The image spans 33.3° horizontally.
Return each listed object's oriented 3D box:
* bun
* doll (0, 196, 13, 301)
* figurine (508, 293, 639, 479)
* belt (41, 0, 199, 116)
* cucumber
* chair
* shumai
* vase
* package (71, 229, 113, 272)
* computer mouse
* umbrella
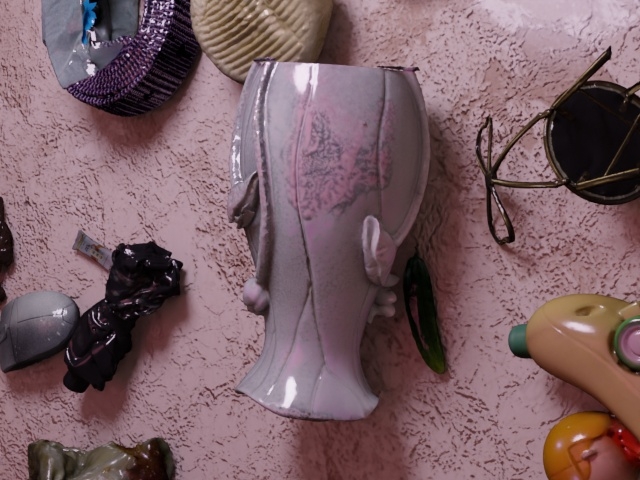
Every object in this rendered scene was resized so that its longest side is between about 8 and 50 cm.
[{"bbox_3d":[-0.078,-0.320,1.472,0.220,0.134,0.220,16,122,28],"label":"bun"},{"bbox_3d":[-0.567,0.026,1.810,0.139,0.057,0.165,-34,77,24],"label":"doll"},{"bbox_3d":[0.332,0.205,1.164,0.222,0.124,0.324,-36,71,25],"label":"figurine"},{"bbox_3d":[-0.302,-0.350,1.631,0.260,0.122,0.324,-6,81,25],"label":"belt"},{"bbox_3d":[0.127,0.089,1.358,0.039,0.039,0.167,-17,78,31],"label":"cucumber"},{"bbox_3d":[0.308,-0.110,1.204,0.326,0.170,0.159,138,120,-73],"label":"chair"},{"bbox_3d":[-0.327,0.393,1.590,0.272,0.204,0.222,142,122,-63],"label":"shumai"},{"bbox_3d":[0.000,0.000,1.332,0.250,0.250,0.445,9,97,34],"label":"vase"},{"bbox_3d":[-0.351,0.021,1.691,0.110,0.015,0.037,30,96,30],"label":"package"},{"bbox_3d":[-0.473,0.142,1.713,0.229,0.068,0.113,-22,64,37],"label":"computer mouse"},{"bbox_3d":[-0.308,0.119,1.606,0.122,0.110,0.272,46,114,27],"label":"umbrella"}]
